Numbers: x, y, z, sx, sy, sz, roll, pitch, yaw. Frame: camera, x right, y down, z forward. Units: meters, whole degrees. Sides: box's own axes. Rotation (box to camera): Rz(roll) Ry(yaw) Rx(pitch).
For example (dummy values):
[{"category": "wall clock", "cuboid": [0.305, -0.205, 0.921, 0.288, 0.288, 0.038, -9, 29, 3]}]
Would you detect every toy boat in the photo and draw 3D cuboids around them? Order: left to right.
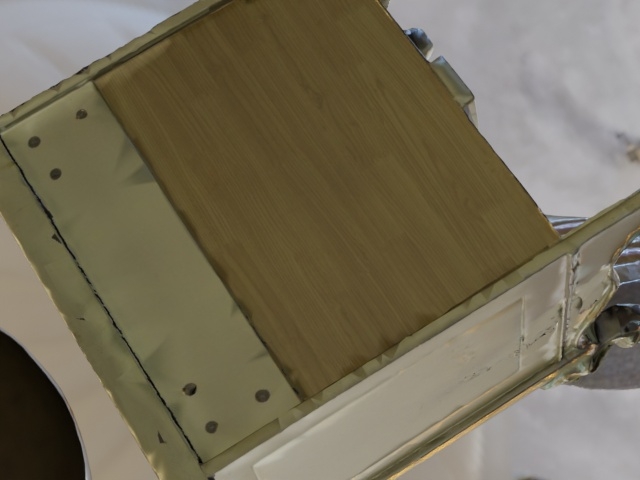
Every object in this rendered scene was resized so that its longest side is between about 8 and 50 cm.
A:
[{"category": "toy boat", "cuboid": [0.320, 0.046, 1.787, 0.276, 0.111, 0.293, 0, -144, -1]}]

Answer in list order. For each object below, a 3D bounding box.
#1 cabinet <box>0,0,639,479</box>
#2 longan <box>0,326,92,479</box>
[{"category": "cabinet", "cuboid": [0.000, 0.000, 1.042, 0.318, 0.227, 0.290, -32, -114, -8]}, {"category": "longan", "cuboid": [-0.253, 0.159, 1.020, 0.215, 0.246, 0.246, 60, -145, -54]}]
